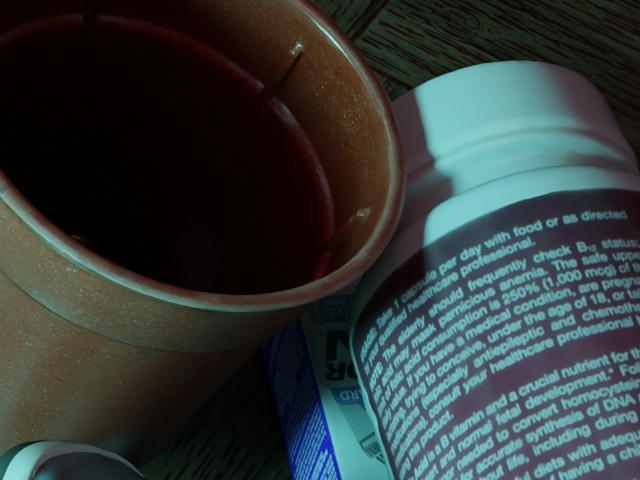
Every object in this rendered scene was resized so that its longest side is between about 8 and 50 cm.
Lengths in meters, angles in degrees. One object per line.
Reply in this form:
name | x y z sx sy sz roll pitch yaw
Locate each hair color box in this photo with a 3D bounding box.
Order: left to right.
hair color box | 0.083 0.153 1.247 0.185 0.110 0.338 -2 53 -18

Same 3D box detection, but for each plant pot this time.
plant pot | -0.127 0.000 1.126 0.272 0.265 0.272 16 48 -18

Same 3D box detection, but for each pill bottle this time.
pill bottle | 0.145 0.100 1.089 0.224 0.224 0.392 -4 53 -18

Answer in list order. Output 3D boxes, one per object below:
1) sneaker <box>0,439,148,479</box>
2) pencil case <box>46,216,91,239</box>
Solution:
sneaker | -0.043 0.185 1.016 0.178 0.295 0.123 -2 69 24
pencil case | -0.216 -0.034 1.327 0.284 0.124 0.124 1 50 -14
